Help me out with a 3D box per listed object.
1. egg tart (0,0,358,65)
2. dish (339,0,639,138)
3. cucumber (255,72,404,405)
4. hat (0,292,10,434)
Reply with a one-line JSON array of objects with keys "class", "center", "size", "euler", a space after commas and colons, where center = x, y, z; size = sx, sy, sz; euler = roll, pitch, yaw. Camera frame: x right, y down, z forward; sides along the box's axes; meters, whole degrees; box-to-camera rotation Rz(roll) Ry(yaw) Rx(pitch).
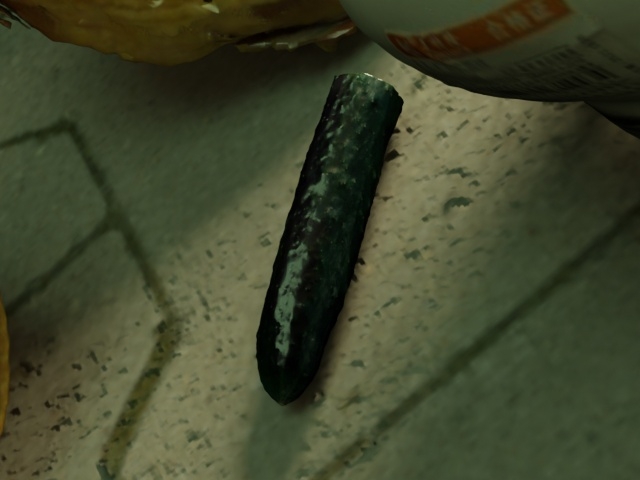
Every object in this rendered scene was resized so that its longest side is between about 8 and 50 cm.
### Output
[{"class": "egg tart", "center": [-0.058, -0.211, 0.771], "size": [0.297, 0.132, 0.297], "euler": [0, 90, 2]}, {"class": "dish", "center": [0.143, -0.087, 0.569], "size": [0.273, 0.134, 0.273], "euler": [-18, 19, 7]}, {"class": "cucumber", "center": [0.000, 0.000, 0.682], "size": [0.032, 0.032, 0.133], "euler": [0, 62, 37]}, {"class": "hat", "center": [-0.257, 0.060, 0.777], "size": [0.233, 0.244, 0.233], "euler": [-22, 11, -14]}]
